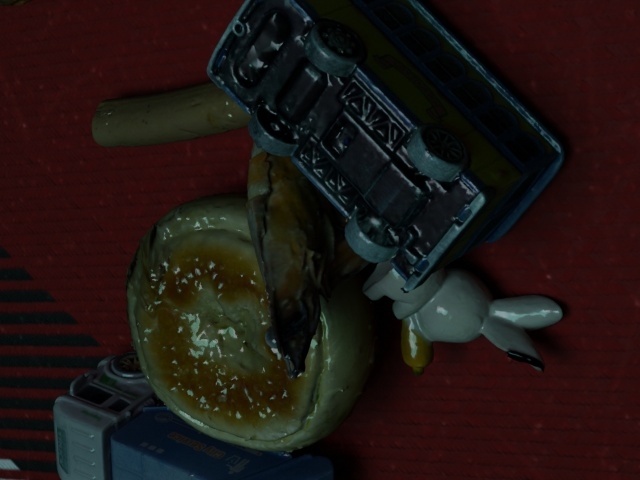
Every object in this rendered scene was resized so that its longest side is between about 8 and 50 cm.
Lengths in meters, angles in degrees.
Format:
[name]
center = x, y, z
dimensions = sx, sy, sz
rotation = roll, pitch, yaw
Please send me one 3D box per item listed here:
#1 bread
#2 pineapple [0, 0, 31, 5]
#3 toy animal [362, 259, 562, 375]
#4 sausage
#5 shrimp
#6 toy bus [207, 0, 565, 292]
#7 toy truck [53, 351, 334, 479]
[bread]
center = -0.069, 0.081, 1.976
dimensions = 0.305, 0.159, 0.305
rotation = 14, 116, 31
[pineapple]
center = -0.318, -0.424, 1.965
dimensions = 0.169, 0.169, 0.340
rotation = 38, 123, 19
[toy animal]
center = 0.139, 0.076, 1.851
dimensions = 0.181, 0.131, 0.127
rotation = 37, 167, -14
[sausage]
center = -0.129, -0.146, 1.995
dimensions = 0.301, 0.066, 0.066
rotation = -8, 103, 41
[shrimp]
center = 0.000, 0.000, 1.835
dimensions = 0.062, 0.164, 0.317
rotation = 136, 142, -53
[toy bus]
center = 0.061, -0.123, 1.775
dimensions = 0.312, 0.190, 0.152
rotation = 47, 129, 12
[toy truck]
center = -0.145, 0.255, 2.096
dimensions = 0.367, 0.175, 0.146
rotation = 17, 120, 32
